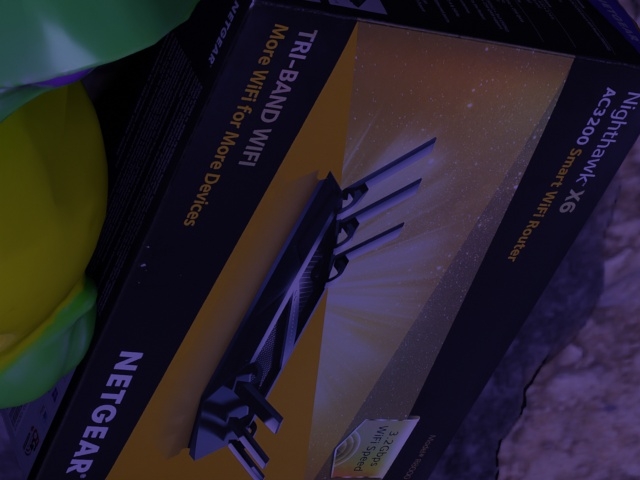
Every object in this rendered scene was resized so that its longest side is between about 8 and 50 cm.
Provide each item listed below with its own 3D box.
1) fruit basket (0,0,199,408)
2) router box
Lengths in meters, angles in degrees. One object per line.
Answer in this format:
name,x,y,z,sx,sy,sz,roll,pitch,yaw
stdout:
fruit basket,-0.201,-0.060,0.716,0.392,0.283,0.392,3,112,8
router box,0.000,0.000,0.926,0.243,0.081,0.309,5,128,-31
